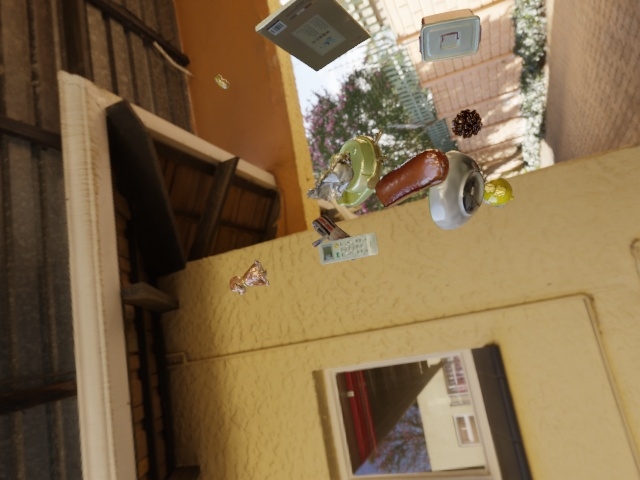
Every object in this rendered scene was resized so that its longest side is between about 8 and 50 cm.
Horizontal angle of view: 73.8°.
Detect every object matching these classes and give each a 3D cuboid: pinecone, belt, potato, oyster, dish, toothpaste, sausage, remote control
[{"bbox_3d":[0.787,-0.631,2.314,0.173,0.173,0.174,49,-148,-48],"label":"pinecone"},{"bbox_3d":[0.088,-0.025,2.342,0.359,0.094,0.126,41,164,36],"label":"belt"},{"bbox_3d":[-0.502,-0.806,2.169,0.092,0.045,0.046,39,178,3],"label":"potato"},{"bbox_3d":[0.039,-0.159,1.124,0.108,0.165,0.053,20,-134,-32],"label":"oyster"},{"bbox_3d":[0.577,-0.196,1.718,0.324,0.124,0.324,-13,-71,-42],"label":"dish"},{"bbox_3d":[0.000,0.000,1.928,0.024,0.083,0.015,53,164,5],"label":"toothpaste"},{"bbox_3d":[0.252,-0.174,1.202,0.330,0.102,0.102,154,103,-69],"label":"sausage"},{"bbox_3d":[0.131,0.041,2.023,0.051,0.293,0.103,11,-110,-66],"label":"remote control"}]

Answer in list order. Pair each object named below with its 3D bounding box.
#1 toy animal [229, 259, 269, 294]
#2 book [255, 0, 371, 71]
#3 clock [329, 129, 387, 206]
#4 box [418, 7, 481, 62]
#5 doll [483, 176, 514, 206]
[{"bbox_3d":[-0.350,0.165,1.985,0.184,0.185,0.104,71,-176,-52],"label":"toy animal"},{"bbox_3d":[-0.012,-0.613,1.257,0.310,0.217,0.021,4,-112,-57],"label":"book"},{"bbox_3d":[0.147,-0.287,1.626,0.096,0.308,0.235,3,-114,-27],"label":"clock"},{"bbox_3d":[0.628,-1.021,2.105,0.193,0.294,0.167,73,-165,-47],"label":"box"},{"bbox_3d":[0.890,-0.248,2.185,0.145,0.199,0.363,-67,-21,8],"label":"doll"}]
